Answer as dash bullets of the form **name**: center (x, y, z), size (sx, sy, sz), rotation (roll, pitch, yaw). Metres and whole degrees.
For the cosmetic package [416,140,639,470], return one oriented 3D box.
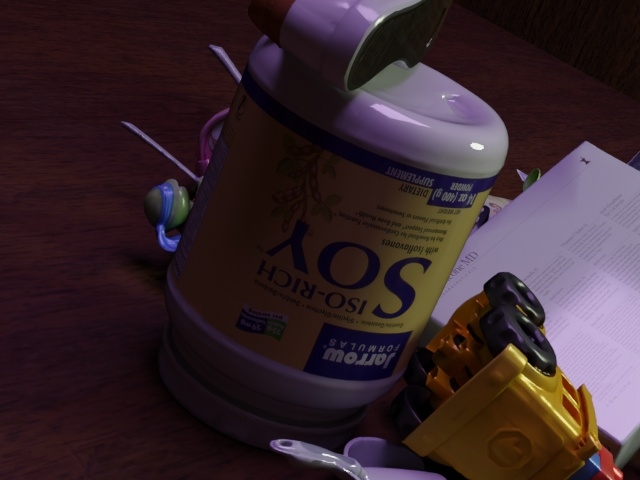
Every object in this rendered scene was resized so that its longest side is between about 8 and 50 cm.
- **cosmetic package**: center (0.306, 0.066, 1.365), size (0.284, 0.097, 0.377), rotation (36, 52, 25)

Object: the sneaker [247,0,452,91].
- **sneaker**: center (0.034, -0.207, 1.011), size (0.123, 0.106, 0.290), rotation (31, 23, 12)

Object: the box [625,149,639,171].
- **box**: center (0.573, 0.076, 1.607), size (0.395, 0.097, 0.318), rotation (42, -8, 33)

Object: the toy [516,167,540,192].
- **toy**: center (0.424, -0.049, 1.874), size (0.237, 0.056, 0.137), rotation (24, 19, -14)

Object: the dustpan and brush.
- **dustpan and brush**: center (0.043, 0.205, 1.023), size (0.211, 0.060, 0.147), rotation (13, 23, -27)

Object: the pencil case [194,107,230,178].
- **pencil case**: center (-0.046, -0.143, 1.630), size (0.160, 0.167, 0.386), rotation (42, 20, -4)

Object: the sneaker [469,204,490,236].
- **sneaker**: center (0.139, 0.014, 1.501), size (0.097, 0.084, 0.235), rotation (17, 35, 19)

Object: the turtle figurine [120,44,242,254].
- **turtle figurine**: center (-0.063, -0.068, 1.356), size (0.266, 0.198, 0.275), rotation (22, 35, -29)

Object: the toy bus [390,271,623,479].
- **toy bus**: center (0.192, 0.158, 1.138), size (0.211, 0.149, 0.220), rotation (41, 19, -6)

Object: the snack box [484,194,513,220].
- **snack box**: center (0.278, 0.000, 1.753), size (0.322, 0.060, 0.187), rotation (9, 25, -32)

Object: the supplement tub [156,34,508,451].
- **supplement tub**: center (0.000, 0.000, 1.094), size (0.241, 0.331, 0.241), rotation (20, 21, -8)
